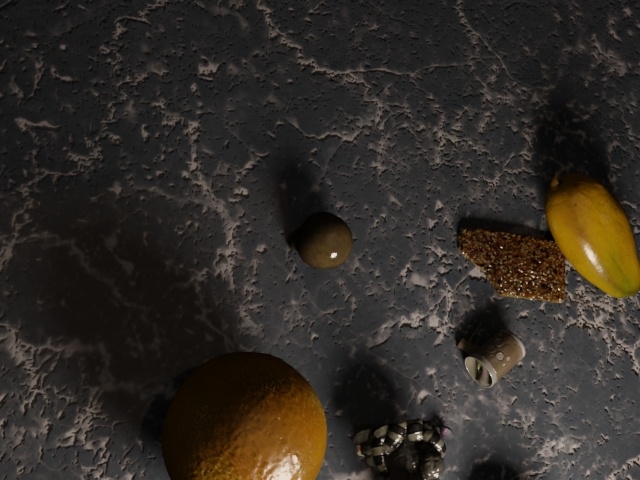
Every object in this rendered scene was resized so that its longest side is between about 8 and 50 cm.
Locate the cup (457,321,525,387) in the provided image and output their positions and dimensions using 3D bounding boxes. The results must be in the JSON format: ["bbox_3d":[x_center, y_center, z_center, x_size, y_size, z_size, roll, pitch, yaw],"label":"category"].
[{"bbox_3d":[0.324,0.216,1.782,0.099,0.102,0.074,-35,129,-24],"label":"cup"}]

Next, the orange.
[{"bbox_3d":[-0.120,0.309,1.496,0.274,0.274,0.274,4,76,-18],"label":"orange"}]

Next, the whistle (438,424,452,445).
[{"bbox_3d":[0.190,0.416,1.699,0.033,0.033,0.176,34,70,-9],"label":"whistle"}]

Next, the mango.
[{"bbox_3d":[0.551,-0.012,1.876,0.317,0.119,0.176,57,47,-12],"label":"mango"}]

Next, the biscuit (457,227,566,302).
[{"bbox_3d":[0.382,0.049,1.854,0.236,0.026,0.131,8,74,-18],"label":"biscuit"}]

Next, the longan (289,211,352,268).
[{"bbox_3d":[0.000,0.000,1.703,0.119,0.106,0.106,1,73,24],"label":"longan"}]

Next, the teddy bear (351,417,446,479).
[{"bbox_3d":[0.179,0.414,1.597,0.171,0.144,0.251,-26,65,0],"label":"teddy bear"}]
